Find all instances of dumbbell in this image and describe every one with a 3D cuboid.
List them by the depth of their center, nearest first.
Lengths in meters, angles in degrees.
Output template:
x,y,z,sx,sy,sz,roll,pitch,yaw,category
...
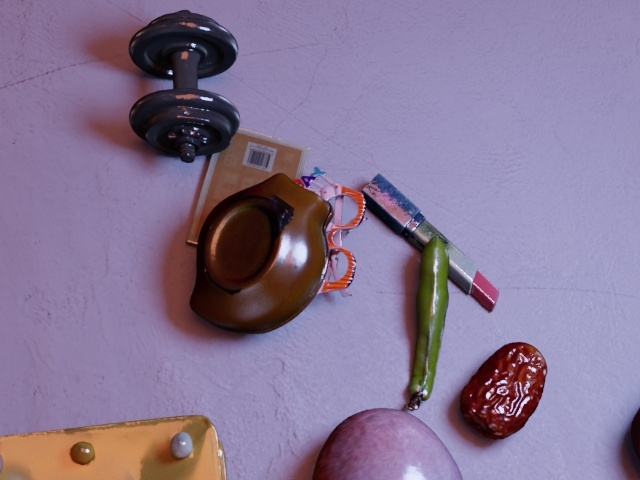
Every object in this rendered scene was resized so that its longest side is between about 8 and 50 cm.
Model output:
x,y,z,sx,sy,sz,roll,pitch,yaw,category
-0.236,-0.270,1.819,0.192,0.192,0.289,0,69,-10,dumbbell

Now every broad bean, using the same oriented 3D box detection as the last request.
x,y,z,sx,sy,sz,roll,pitch,yaw,category
0.183,0.138,1.768,0.056,0.098,0.317,5,67,11,broad bean

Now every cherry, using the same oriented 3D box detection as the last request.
x,y,z,sx,sy,sz,roll,pitch,yaw,category
0.099,0.361,1.602,0.240,0.206,0.239,0,74,1,cherry

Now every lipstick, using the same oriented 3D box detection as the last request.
x,y,z,sx,sy,sz,roll,pitch,yaw,category
0.200,0.005,1.858,0.312,0.051,0.051,42,67,7,lipstick

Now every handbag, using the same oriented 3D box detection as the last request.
x,y,z,sx,sy,sz,roll,pitch,yaw,category
-0.329,0.415,1.553,0.401,0.133,0.282,-3,73,-11,handbag

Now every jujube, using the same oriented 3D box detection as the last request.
x,y,z,sx,sy,sz,roll,pitch,yaw,category
0.309,0.245,1.744,0.176,0.109,0.112,-47,116,-26,jujube

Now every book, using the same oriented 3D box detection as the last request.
x,y,z,sx,sy,sz,roll,pitch,yaw,category
-0.124,-0.081,1.851,0.170,0.018,0.241,16,66,-4,book

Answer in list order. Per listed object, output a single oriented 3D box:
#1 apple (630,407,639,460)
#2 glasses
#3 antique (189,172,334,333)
x,y,z,sx,sy,sz,roll,pitch,yaw,category
0.620,0.313,1.711,0.201,0.218,0.218,37,66,9,apple
-0.007,-0.003,1.812,0.162,0.095,0.255,7,68,10,glasses
-0.101,0.022,1.713,0.223,0.129,0.278,37,88,29,antique
